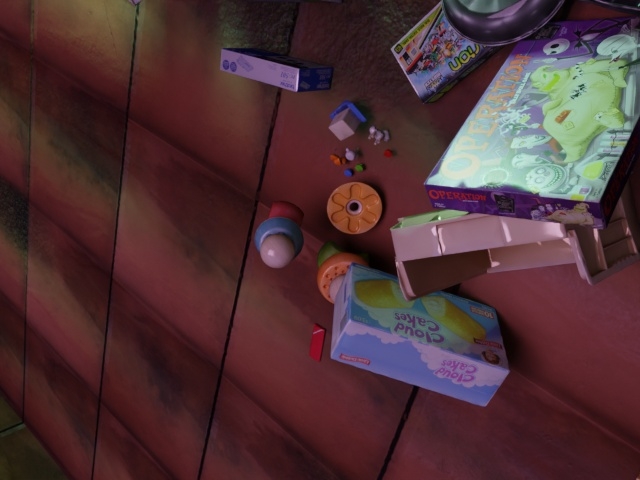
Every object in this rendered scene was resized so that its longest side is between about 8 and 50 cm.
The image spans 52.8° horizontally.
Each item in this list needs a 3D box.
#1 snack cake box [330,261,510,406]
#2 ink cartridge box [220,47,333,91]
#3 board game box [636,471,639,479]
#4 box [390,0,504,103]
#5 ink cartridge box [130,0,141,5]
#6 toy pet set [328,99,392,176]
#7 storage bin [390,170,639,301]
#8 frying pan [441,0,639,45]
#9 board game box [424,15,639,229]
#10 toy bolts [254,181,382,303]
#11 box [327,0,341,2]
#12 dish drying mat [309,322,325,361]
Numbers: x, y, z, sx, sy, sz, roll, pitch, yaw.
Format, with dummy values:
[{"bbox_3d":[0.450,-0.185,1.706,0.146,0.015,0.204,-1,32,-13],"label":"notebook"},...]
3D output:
[{"bbox_3d":[0.155,0.148,1.035,0.265,0.152,0.089,18,122,-8],"label":"snack cake box"},{"bbox_3d":[-0.086,-0.329,1.234,0.207,0.097,0.046,24,118,35],"label":"ink cartridge box"},{"bbox_3d":[0.523,0.468,0.974,0.124,0.039,0.259,18,112,36],"label":"board game box"},{"bbox_3d":[0.215,-0.320,1.009,0.207,0.036,0.114,-37,78,42],"label":"box"},{"bbox_3d":[-0.188,-0.511,0.923,0.271,0.310,0.130,60,180,45],"label":"ink cartridge box"},{"bbox_3d":[0.066,-0.194,1.181,0.114,0.065,0.122,44,142,-23],"label":"toy pet set"},{"bbox_3d":[0.277,-0.003,0.899,0.262,0.260,0.123,-10,92,43],"label":"storage bin"},{"bbox_3d":[0.289,-0.328,0.874,0.197,0.053,0.326,-50,61,22],"label":"frying pan"},{"bbox_3d":[0.297,-0.161,0.795,0.208,0.346,0.056,7,141,42],"label":"board game box"},{"bbox_3d":[0.000,0.000,1.149,0.229,0.158,0.218,16,111,-6],"label":"toy bolts"},{"bbox_3d":[-0.128,-0.492,1.132,0.262,0.231,0.126,17,113,37],"label":"box"},{"bbox_3d":[-0.008,0.220,1.390,0.032,0.008,0.083,26,119,33],"label":"dish drying mat"}]
